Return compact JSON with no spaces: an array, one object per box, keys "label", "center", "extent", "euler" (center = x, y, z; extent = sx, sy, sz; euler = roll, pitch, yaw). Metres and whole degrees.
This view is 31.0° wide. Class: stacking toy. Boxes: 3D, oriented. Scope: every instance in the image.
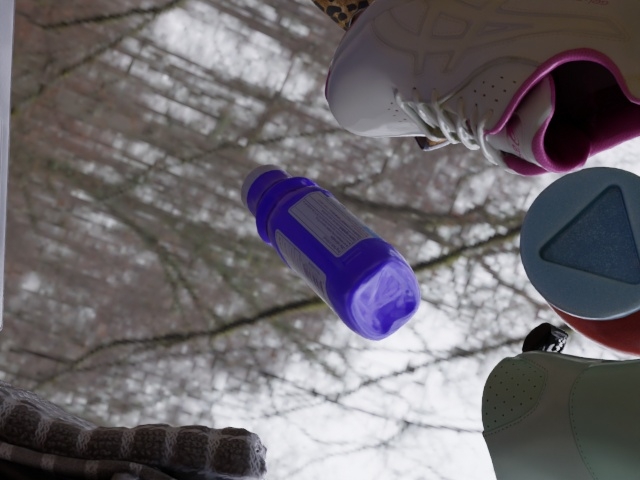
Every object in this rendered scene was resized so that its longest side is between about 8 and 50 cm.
[{"label":"stacking toy","center":[0.282,0.090,0.935],"extent":[0.279,0.130,0.309],"euler":[5,-104,20]}]

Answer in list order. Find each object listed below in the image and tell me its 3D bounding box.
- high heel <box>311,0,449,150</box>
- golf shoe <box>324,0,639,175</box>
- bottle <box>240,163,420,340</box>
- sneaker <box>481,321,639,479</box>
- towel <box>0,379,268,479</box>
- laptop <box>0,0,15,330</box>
[{"label":"high heel","center":[0.076,-0.223,1.430],"extent":[0.093,0.261,0.186],"euler":[105,11,-60]},{"label":"golf shoe","center":[0.108,-0.101,0.721],"extent":[0.306,0.115,0.140],"euler":[-14,-130,46]},{"label":"bottle","center":[0.000,0.000,1.295],"extent":[0.092,0.118,0.283],"euler":[-39,-140,-7]},{"label":"sneaker","center":[0.176,0.125,0.560],"extent":[0.151,0.256,0.094],"euler":[2,-125,42]},{"label":"towel","center":[-0.142,0.132,0.589],"extent":[0.284,0.235,0.121],"euler":[100,14,-72]},{"label":"laptop","center":[-0.335,-0.129,1.027],"extent":[0.236,0.408,0.382],"euler":[-5,-101,26]}]
